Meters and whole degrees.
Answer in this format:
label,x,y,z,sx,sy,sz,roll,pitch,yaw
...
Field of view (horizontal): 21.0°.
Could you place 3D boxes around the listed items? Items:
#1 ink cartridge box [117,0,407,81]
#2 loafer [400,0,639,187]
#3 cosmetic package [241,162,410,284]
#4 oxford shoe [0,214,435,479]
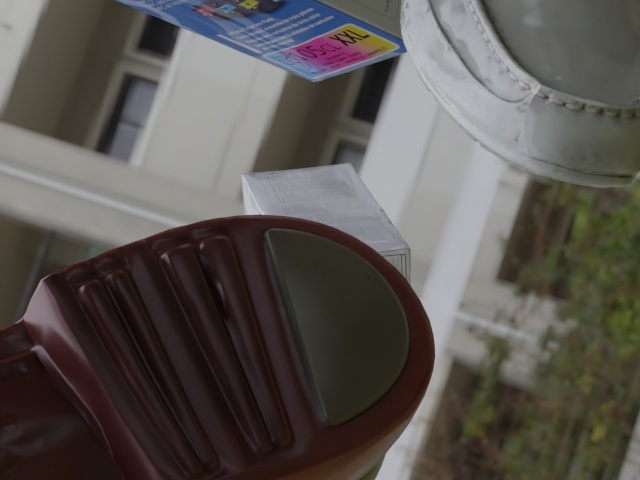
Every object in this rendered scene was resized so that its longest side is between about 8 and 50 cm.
label,x,y,z,sx,sy,sz,roll,pitch,yaw
ink cartridge box,-0.101,-0.320,1.360,0.395,0.151,0.270,20,-113,-38
loafer,0.096,-0.145,0.802,0.319,0.112,0.111,-101,26,-50
cosmetic package,0.000,0.000,1.389,0.239,0.099,0.060,-118,25,-70
oxford shoe,-0.130,0.102,0.500,0.130,0.348,0.123,104,146,-49
